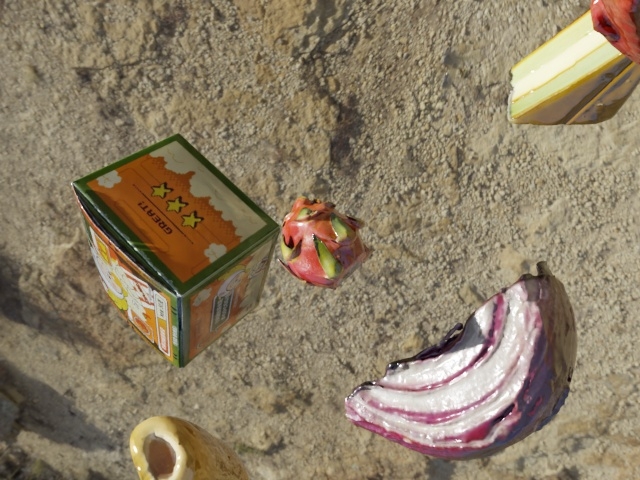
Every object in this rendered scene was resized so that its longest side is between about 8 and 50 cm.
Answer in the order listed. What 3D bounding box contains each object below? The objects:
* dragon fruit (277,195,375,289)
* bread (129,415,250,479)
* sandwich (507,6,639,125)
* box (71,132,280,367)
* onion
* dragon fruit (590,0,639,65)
[{"bbox_3d":[0.002,0.005,1.113,0.227,0.224,0.224,39,131,7],"label":"dragon fruit"},{"bbox_3d":[-0.186,0.362,0.717,0.142,0.091,0.305,40,160,29],"label":"bread"},{"bbox_3d":[0.345,-0.253,0.604,0.144,0.117,0.187,5,157,12],"label":"sandwich"},{"bbox_3d":[-0.171,0.019,0.543,0.177,0.148,0.195,43,144,14],"label":"box"},{"bbox_3d":[0.220,0.190,0.575,0.314,0.146,0.280,-46,137,15],"label":"onion"},{"bbox_3d":[0.255,-0.221,0.296,0.316,0.205,0.152,-3,155,-18],"label":"dragon fruit"}]
